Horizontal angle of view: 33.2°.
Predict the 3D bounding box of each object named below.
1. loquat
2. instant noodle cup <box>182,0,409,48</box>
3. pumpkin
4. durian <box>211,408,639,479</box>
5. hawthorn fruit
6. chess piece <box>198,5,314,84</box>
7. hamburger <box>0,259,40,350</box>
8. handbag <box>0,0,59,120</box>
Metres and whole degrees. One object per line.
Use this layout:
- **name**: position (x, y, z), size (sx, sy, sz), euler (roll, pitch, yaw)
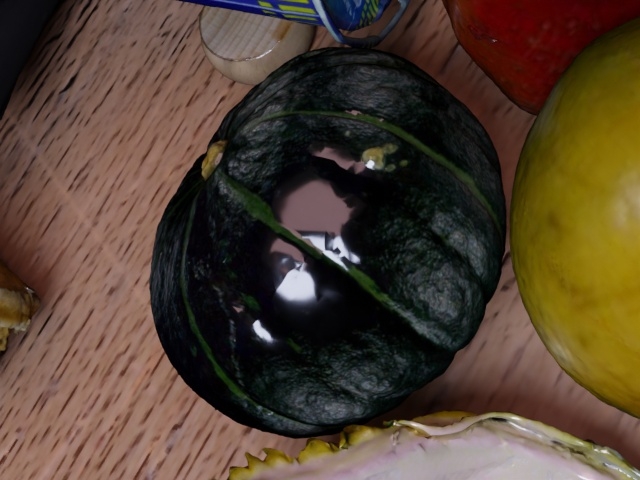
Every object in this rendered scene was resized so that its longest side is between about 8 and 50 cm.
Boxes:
- **loquat**: position (0.196, 0.007, 0.502), size (0.213, 0.213, 0.246), euler (-24, 51, 10)
- **instant noodle cup**: position (-0.108, -0.265, 0.658), size (0.312, 0.284, 0.284), euler (7, 71, 21)
- **pumpkin**: position (0.000, 0.000, 0.595), size (0.220, 0.162, 0.220), euler (-44, 21, 22)
- **durian**: position (0.105, 0.181, 0.514), size (0.305, 0.185, 0.195), euler (31, 63, 24)
- **hawthorn fruit**: position (0.145, -0.168, 0.608), size (0.185, 0.202, 0.185), euler (-5, 75, 19)
- **chess piece**: position (-0.045, -0.152, 0.767), size (0.083, 0.038, 0.084), euler (-7, 65, 16)
- **hamburger**: position (-0.294, 0.010, 0.699), size (0.213, 0.214, 0.108), euler (34, 90, 29)
- **handbag**: position (-0.307, -0.169, 0.812), size (0.244, 0.088, 0.275), euler (-1, 45, 16)
